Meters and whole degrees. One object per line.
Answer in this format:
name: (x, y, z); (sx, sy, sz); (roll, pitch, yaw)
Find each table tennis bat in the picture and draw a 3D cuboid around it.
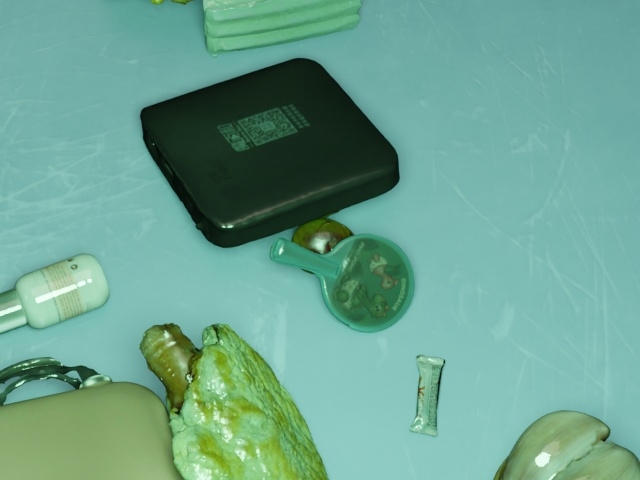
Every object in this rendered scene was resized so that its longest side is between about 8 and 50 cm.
table tennis bat: (0.028, 0.042, 1.837); (0.201, 0.033, 0.124); (21, 83, -19)

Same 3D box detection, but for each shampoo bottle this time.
shampoo bottle: (-0.362, 0.079, 1.807); (0.192, 0.074, 0.074); (-22, 60, -16)

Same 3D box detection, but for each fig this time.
fig: (0.000, 0.000, 1.891); (0.084, 0.082, 0.098); (-34, 36, 9)

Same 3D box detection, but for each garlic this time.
garlic: (0.298, 0.303, 1.652); (0.191, 0.160, 0.214); (-32, 61, -17)

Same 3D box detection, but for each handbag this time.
handbag: (-0.303, 0.261, 1.645); (0.301, 0.149, 0.283); (-13, 60, -10)

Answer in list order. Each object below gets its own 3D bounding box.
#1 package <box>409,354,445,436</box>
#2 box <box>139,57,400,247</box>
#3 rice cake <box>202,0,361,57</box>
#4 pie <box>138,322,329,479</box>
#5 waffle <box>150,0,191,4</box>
package: (0.133, 0.192, 1.799); (0.037, 0.015, 0.110); (8, 54, 2)
box: (-0.072, -0.124, 1.938); (0.289, 0.073, 0.290); (-21, 46, -19)
rice cake: (-0.055, -0.328, 2.075); (0.237, 0.127, 0.043); (-14, 64, -12)
pie: (-0.081, 0.219, 1.653); (0.105, 0.257, 0.274); (-39, 50, 21)
waffle: (-0.207, -0.405, 2.110); (0.238, 0.059, 0.243); (20, 43, 38)
